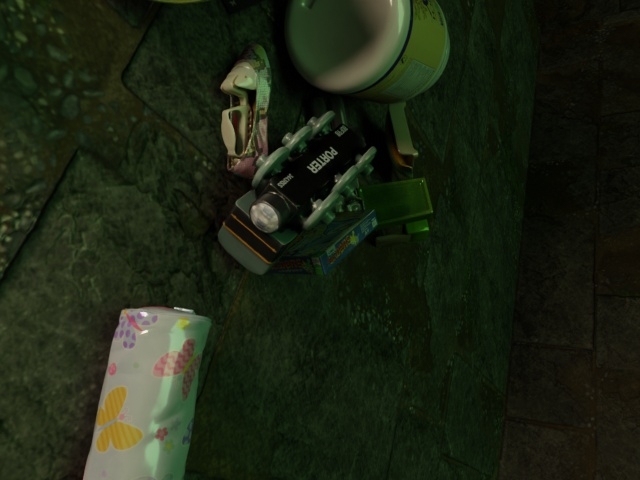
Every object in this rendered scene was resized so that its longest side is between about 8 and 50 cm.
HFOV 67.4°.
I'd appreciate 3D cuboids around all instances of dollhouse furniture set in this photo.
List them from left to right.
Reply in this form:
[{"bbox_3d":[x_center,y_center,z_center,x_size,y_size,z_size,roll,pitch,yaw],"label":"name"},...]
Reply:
[{"bbox_3d":[0.152,-0.152,1.139,0.197,0.152,0.301,67,13,-72],"label":"dollhouse furniture set"}]

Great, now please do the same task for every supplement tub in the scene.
[{"bbox_3d":[0.110,-0.399,0.947,0.331,0.241,0.240,-18,103,-58],"label":"supplement tub"}]

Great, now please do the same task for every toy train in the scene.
[{"bbox_3d":[-0.032,-0.085,0.795,0.142,0.190,0.334,41,40,-2],"label":"toy train"}]

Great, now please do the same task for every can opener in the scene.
[{"bbox_3d":[0.030,-0.151,0.994,0.076,0.095,0.283,-12,96,-9],"label":"can opener"}]

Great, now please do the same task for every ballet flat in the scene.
[{"bbox_3d":[-0.123,-0.211,0.767,0.079,0.077,0.221,-2,94,-51],"label":"ballet flat"}]

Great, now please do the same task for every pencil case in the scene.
[{"bbox_3d":[-0.207,0.216,0.586,0.124,0.114,0.272,28,66,-62],"label":"pencil case"}]

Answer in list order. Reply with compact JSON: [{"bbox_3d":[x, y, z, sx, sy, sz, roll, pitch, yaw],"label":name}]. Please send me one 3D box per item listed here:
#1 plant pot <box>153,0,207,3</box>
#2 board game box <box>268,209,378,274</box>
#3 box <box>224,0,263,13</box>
[{"bbox_3d":[-0.185,-0.494,0.556,0.275,0.275,0.293,23,52,-52],"label":"plant pot"},{"bbox_3d":[0.000,0.000,0.869,0.201,0.136,0.035,-40,121,-49],"label":"board game box"},{"bbox_3d":[-0.101,-0.496,0.779,0.153,0.108,0.207,56,45,-37],"label":"box"}]
